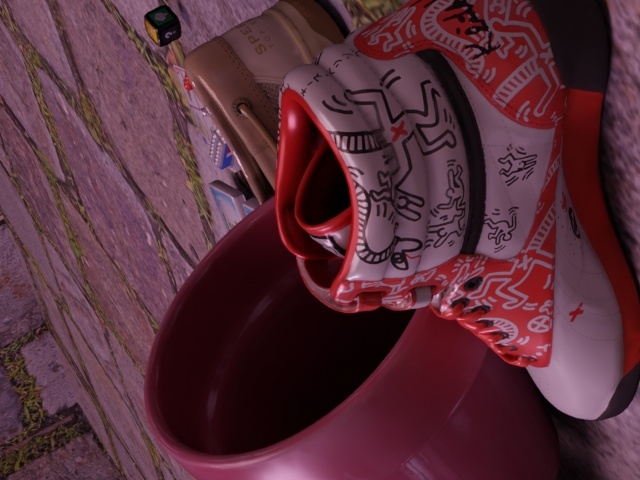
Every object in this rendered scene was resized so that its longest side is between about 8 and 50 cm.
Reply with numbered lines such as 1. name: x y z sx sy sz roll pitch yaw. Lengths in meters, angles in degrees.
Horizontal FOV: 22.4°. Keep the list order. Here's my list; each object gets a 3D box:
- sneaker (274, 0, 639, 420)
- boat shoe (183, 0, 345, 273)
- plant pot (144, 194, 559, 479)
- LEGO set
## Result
1. sneaker: 0.060 0.006 0.728 0.090 0.145 0.270 47 159 45
2. boat shoe: 0.000 0.000 1.005 0.109 0.098 0.302 37 151 58
3. plant pot: 0.033 0.087 0.891 0.180 0.201 0.201 48 175 -34
4. LEGO set: -0.075 -0.057 1.241 0.182 0.060 0.244 29 144 57
